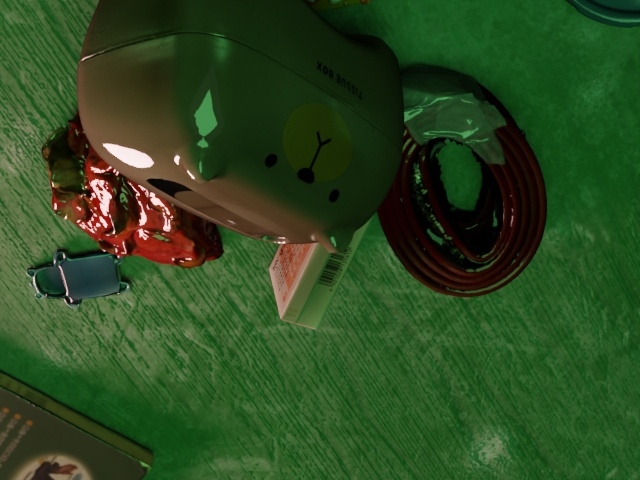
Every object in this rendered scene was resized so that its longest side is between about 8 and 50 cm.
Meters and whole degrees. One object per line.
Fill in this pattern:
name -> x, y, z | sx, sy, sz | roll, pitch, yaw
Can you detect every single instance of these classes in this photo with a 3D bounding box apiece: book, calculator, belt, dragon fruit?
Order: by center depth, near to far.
dragon fruit -> -0.257, -0.063, 1.700 | 0.205, 0.152, 0.317 | -14, 117, 4
belt -> 0.179, -0.085, 1.747 | 0.227, 0.115, 0.324 | -19, 119, 3
calculator -> -0.338, 0.051, 1.826 | 0.141, 0.019, 0.094 | -9, 117, 1
book -> -0.472, 0.330, 1.947 | 0.371, 0.043, 0.260 | 32, 112, -18

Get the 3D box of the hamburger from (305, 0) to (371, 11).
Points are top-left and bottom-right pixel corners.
hamburger -> 0.029, -0.395, 1.558 | 0.295, 0.151, 0.227 | -11, 115, 3

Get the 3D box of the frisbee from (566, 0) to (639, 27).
frisbee -> 0.406, -0.410, 1.632 | 0.289, 0.049, 0.289 | 0, 119, -1

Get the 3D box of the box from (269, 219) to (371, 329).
box -> 0.000, 0.000, 1.759 | 0.058, 0.141, 0.201 | 16, 116, -18

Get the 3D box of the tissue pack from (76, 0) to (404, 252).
tissue pack -> -0.088, -0.148, 1.524 | 0.267, 0.277, 0.387 | -3, 158, 38
